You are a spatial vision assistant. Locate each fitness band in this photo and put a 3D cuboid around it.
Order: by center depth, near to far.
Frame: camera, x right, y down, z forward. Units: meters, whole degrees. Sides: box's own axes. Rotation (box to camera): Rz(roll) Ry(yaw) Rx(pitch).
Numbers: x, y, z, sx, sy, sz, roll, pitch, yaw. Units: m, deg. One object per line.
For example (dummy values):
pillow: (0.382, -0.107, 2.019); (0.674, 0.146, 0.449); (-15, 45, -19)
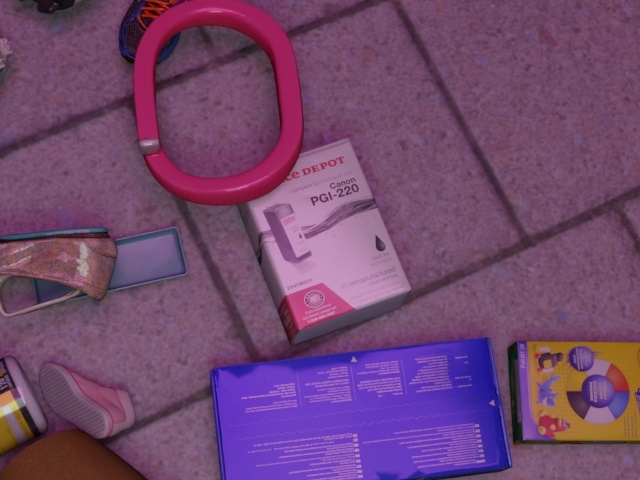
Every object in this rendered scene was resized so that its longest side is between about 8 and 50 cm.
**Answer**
fitness band: (-0.128, -0.179, 1.482); (0.209, 0.054, 0.291); (-5, 64, -5)

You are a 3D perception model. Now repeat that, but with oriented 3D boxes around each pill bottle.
pill bottle: (-0.420, 0.217, 1.375); (0.184, 0.103, 0.103); (-27, 78, -14)

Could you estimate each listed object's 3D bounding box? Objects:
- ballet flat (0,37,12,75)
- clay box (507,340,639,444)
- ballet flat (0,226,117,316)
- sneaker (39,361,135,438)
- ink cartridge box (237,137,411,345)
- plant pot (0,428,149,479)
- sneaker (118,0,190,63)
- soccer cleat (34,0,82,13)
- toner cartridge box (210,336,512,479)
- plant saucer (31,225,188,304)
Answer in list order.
ballet flat: (-0.561, -0.329, 1.524); (0.409, 0.147, 0.147); (45, 74, 4)
clay box: (0.353, 0.193, 1.497); (0.222, 0.053, 0.127); (0, 74, -6)
ballet flat: (-0.404, 0.039, 1.424); (0.316, 0.107, 0.106); (-1, 89, 4)
sneaker: (-0.279, 0.191, 1.432); (0.134, 0.070, 0.051); (33, 112, 30)
ink cartridge box: (0.000, 0.000, 1.494); (0.158, 0.092, 0.218); (-19, 75, -12)
plant pot: (-0.249, 0.343, 1.310); (0.237, 0.237, 0.254); (-32, 67, -14)
sneaker: (-0.206, -0.331, 1.568); (0.083, 0.087, 0.221); (23, 73, 1)
soccer cleat: (-0.433, -0.418, 1.570); (0.331, 0.116, 0.143); (31, 51, 4)
toner cartridge box: (0.046, 0.221, 1.442); (0.348, 0.075, 0.165); (-5, 75, -8)
plant saucer: (-0.267, 0.034, 1.491); (0.192, 0.018, 0.067); (-12, 75, -11)
